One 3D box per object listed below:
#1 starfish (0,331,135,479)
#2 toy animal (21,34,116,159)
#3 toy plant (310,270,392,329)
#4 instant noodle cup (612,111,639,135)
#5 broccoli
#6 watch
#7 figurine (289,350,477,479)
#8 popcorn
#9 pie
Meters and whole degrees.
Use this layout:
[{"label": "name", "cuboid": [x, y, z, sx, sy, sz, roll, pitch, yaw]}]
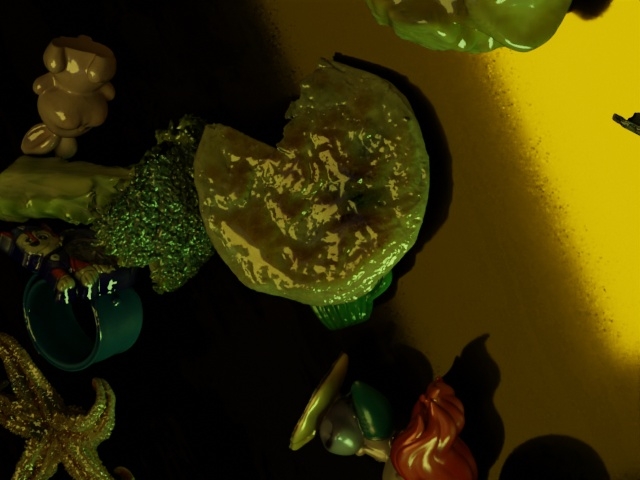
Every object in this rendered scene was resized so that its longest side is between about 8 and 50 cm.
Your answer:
[{"label": "starfish", "cuboid": [-0.436, 0.296, 2.112, 0.303, 0.113, 0.312, 21, 122, 21]}, {"label": "toy animal", "cuboid": [-0.362, -0.191, 1.946, 0.124, 0.124, 0.212, 26, 120, 16]}, {"label": "toy plant", "cuboid": [-0.005, 0.012, 1.853, 0.240, 0.088, 0.154, 49, 117, 8]}, {"label": "instant noodle cup", "cuboid": [0.459, -0.150, 1.560, 0.126, 0.208, 0.177, -63, 32, 9]}, {"label": "broccoli", "cuboid": [-0.312, -0.045, 1.872, 0.361, 0.221, 0.252, -13, 57, 16]}, {"label": "watch", "cuboid": [-0.371, 0.090, 2.009, 0.196, 0.171, 0.200, 33, 122, 36]}, {"label": "figurine", "cuboid": [0.106, 0.274, 1.836, 0.257, 0.181, 0.208, 28, 86, 7]}, {"label": "popcorn", "cuboid": [0.183, -0.392, 1.577, 0.292, 0.293, 0.334, 4, 117, -23]}, {"label": "pie", "cuboid": [-0.002, -0.072, 1.771, 0.337, 0.075, 0.338, 0, 86, 2]}]
